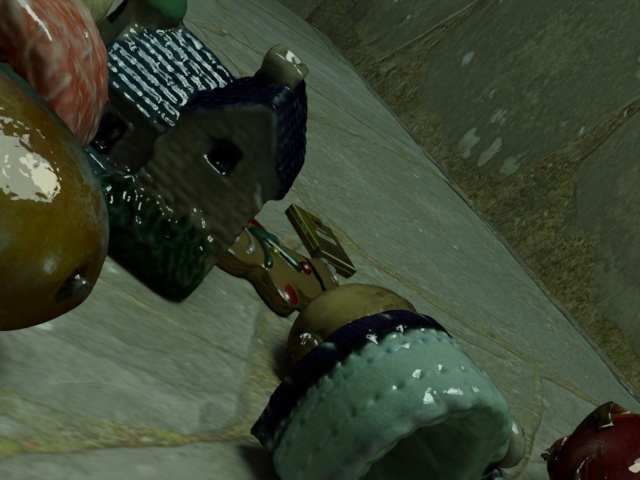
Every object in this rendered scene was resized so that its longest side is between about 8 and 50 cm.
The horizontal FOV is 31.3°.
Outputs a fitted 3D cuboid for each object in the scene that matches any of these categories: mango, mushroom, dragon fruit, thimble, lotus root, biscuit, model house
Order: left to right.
[{"bbox_3d":[-0.331,-0.072,0.893,0.384,0.199,0.221,31,8,9],"label":"mango"},{"bbox_3d":[-0.324,-0.156,1.062,0.239,0.239,0.162,40,19,-10],"label":"thimble"},{"bbox_3d":[-0.162,-0.143,1.329,0.298,0.284,0.243,43,15,-6],"label":"model house"},{"bbox_3d":[-0.060,0.035,1.580,0.301,0.049,0.197,30,17,-38],"label":"biscuit"},{"bbox_3d":[0.052,0.129,1.426,0.154,0.140,0.257,42,20,22],"label":"lotus root"},{"bbox_3d":[0.061,0.191,1.138,0.237,0.237,0.150,27,18,-46],"label":"thimble"},{"bbox_3d":[0.252,0.291,1.651,0.079,0.085,0.085,-8,46,-34],"label":"mushroom"},{"bbox_3d":[0.439,0.360,1.640,0.315,0.250,0.250,21,26,-48],"label":"dragon fruit"}]

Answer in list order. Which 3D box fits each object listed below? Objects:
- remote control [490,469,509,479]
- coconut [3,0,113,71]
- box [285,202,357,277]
[{"bbox_3d":[0.260,0.376,1.458,0.266,0.066,0.090,47,0,29],"label":"remote control"},{"bbox_3d":[-0.387,-0.344,1.371,0.297,0.254,0.297,39,16,-14],"label":"coconut"},{"bbox_3d":[0.000,0.000,1.875,0.090,0.023,0.133,31,19,-43],"label":"box"}]
